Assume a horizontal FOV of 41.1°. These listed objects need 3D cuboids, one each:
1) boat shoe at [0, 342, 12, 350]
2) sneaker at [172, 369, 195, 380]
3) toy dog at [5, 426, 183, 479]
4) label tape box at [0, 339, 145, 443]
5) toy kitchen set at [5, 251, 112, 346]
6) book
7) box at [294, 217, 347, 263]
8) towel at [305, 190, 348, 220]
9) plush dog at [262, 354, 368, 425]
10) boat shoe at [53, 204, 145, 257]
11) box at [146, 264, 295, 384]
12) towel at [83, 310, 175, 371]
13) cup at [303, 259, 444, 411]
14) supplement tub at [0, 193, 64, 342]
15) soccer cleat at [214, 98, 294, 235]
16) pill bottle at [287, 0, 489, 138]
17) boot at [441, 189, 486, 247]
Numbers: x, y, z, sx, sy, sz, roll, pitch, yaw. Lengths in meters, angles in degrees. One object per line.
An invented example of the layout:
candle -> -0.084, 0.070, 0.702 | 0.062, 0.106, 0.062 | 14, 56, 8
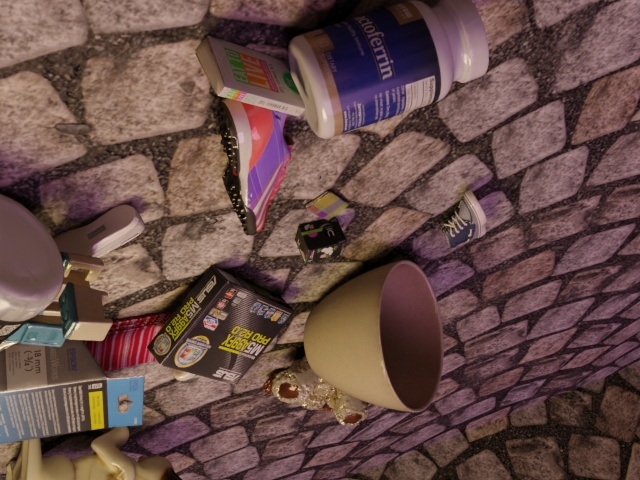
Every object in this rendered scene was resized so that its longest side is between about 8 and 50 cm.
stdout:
boat shoe -> -0.569, 0.140, 1.493 | 0.319, 0.099, 0.116 | -39, 113, 5
sneaker -> -0.265, 0.233, 1.857 | 0.161, 0.057, 0.075 | -41, 147, -15
toy dog -> -0.507, 0.617, 2.021 | 0.408, 0.395, 0.284 | 6, 132, -28
label tape box -> -0.526, 0.297, 1.694 | 0.334, 0.106, 0.240 | -5, 147, -17
toy kitchen set -> -0.428, 0.131, 1.340 | 0.122, 0.166, 0.207 | 11, 129, -33
book -> -0.096, -0.227, 1.199 | 0.144, 0.096, 0.035 | 7, 139, -43
box -> 0.000, 0.000, 1.680 | 0.083, 0.062, 0.052 | -13, 151, -20
towel -> 0.014, -0.067, 1.634 | 0.060, 0.009, 0.083 | -35, 150, 18
plush dog -> -0.016, 0.359, 2.193 | 0.262, 0.210, 0.225 | 24, 147, -19
boat shoe -> -0.378, 0.004, 1.421 | 0.184, 0.066, 0.063 | -34, 150, -2
box -> -0.199, 0.183, 1.773 | 0.216, 0.060, 0.270 | -51, 146, 4
towel -> -0.395, 0.220, 1.793 | 0.275, 0.031, 0.199 | -8, 148, -27
cup -> 0.103, 0.220, 1.915 | 0.237, 0.331, 0.331 | -8, 160, 29
supplement tub -> -0.567, 0.094, 1.275 | 0.338, 0.207, 0.207 | -36, 149, 20
soccer cleat -> -0.094, -0.118, 1.378 | 0.116, 0.108, 0.318 | -20, 149, -14
pill bottle -> 0.098, -0.257, 1.233 | 0.265, 0.153, 0.153 | -20, 151, -8
boot -> 0.304, -0.038, 1.830 | 0.086, 0.069, 0.190 | -28, 153, 2
